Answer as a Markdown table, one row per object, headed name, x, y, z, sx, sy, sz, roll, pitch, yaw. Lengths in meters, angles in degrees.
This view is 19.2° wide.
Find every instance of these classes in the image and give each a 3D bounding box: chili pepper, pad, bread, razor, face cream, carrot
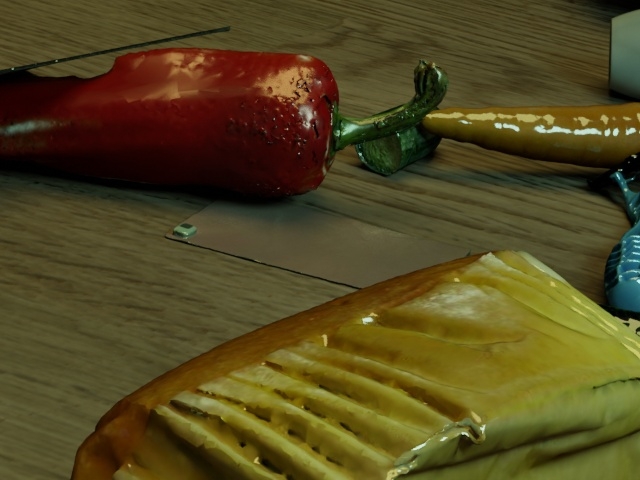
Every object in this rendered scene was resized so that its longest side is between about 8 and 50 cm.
| name | x | y | z | sx | sy | sz | roll | pitch | yaw |
| --- | --- | --- | --- | --- | --- | --- | --- | --- | --- |
| chili pepper | -0.103 | -0.085 | 1.350 | 0.387 | 0.110 | 0.110 | 2 | 22 | 5 |
| pad | -0.276 | -0.113 | 1.369 | 0.247 | 0.007 | 0.367 | -4 | 10 | 43 |
| bread | 0.023 | 0.111 | 0.777 | 0.288 | 0.204 | 0.156 | -19 | 38 | -40 |
| razor | 0.227 | -0.009 | 1.347 | 0.082 | 0.042 | 0.253 | -31 | 12 | 21 |
| pad | 0.000 | 0.000 | 1.300 | 0.187 | 0.006 | 0.113 | 15 | 23 | 18 |
| face cream | 0.307 | -0.167 | 1.695 | 0.095 | 0.091 | 0.091 | 2 | 21 | 7 |
| carrot | 0.235 | -0.084 | 1.480 | 0.336 | 0.069 | 0.069 | 3 | 22 | -18 |

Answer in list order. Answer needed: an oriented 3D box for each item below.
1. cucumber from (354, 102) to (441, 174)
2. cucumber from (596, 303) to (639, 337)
| name | x | y | z | sx | sy | sz | roll | pitch | yaw |
| --- | --- | --- | --- | --- | --- | --- | --- | --- | --- |
| cucumber | 0.069 | -0.083 | 1.475 | 0.048 | 0.048 | 0.105 | 19 | 22 | 26 |
| cucumber | 0.195 | 0.064 | 1.145 | 0.284 | 0.056 | 0.056 | 4 | 22 | 4 |
